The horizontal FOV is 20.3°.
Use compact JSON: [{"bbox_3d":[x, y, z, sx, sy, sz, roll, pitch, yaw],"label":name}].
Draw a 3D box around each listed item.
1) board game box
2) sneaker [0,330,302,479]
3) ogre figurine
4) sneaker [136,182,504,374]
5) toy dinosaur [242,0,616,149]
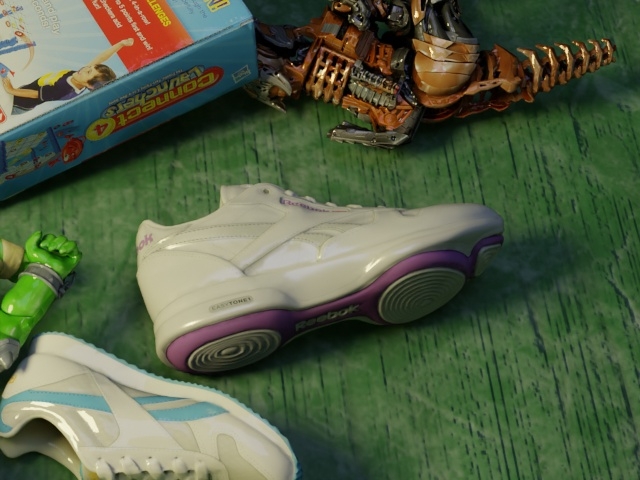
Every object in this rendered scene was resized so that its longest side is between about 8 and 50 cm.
[{"bbox_3d":[-0.255,-0.201,1.488,0.302,0.086,0.308,-26,62,-14],"label":"board game box"},{"bbox_3d":[-0.124,0.149,1.295,0.228,0.087,0.092,18,58,11],"label":"sneaker"},{"bbox_3d":[-0.286,0.048,1.324,0.197,0.097,0.118,11,51,-3],"label":"ogre figurine"},{"bbox_3d":[0.000,0.000,1.406,0.305,0.114,0.152,-13,58,-20],"label":"sneaker"},{"bbox_3d":[0.086,-0.174,1.567,0.321,0.164,0.218,12,65,-25],"label":"toy dinosaur"}]
